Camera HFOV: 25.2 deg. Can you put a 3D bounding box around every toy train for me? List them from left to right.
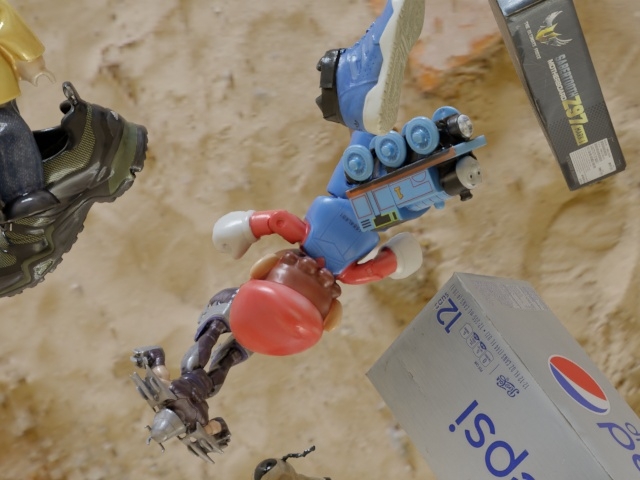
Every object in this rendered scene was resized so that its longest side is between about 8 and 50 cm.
[{"bbox_3d":[0.105,-0.079,1.597,0.184,0.080,0.105,-21,93,42],"label":"toy train"}]

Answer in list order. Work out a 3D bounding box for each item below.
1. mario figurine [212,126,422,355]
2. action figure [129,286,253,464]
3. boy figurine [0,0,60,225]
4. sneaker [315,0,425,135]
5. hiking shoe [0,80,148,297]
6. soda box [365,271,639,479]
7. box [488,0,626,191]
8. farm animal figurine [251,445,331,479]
[{"bbox_3d":[0.000,0.000,1.764,0.198,0.170,0.320,36,87,28],"label":"mario figurine"},{"bbox_3d":[-0.168,0.191,1.962,0.099,0.285,0.185,-16,114,33],"label":"action figure"},{"bbox_3d":[-0.318,-0.142,1.189,0.177,0.092,0.285,-21,96,-9],"label":"boy figurine"},{"bbox_3d":[0.040,-0.177,1.318,0.085,0.058,0.152,15,93,27],"label":"sneaker"},{"bbox_3d":[-0.262,-0.046,1.297,0.114,0.086,0.227,37,108,-26],"label":"hiking shoe"},{"bbox_3d":[0.152,0.154,0.847,0.098,0.091,0.286,-51,57,24],"label":"soda box"},{"bbox_3d":[0.184,-0.180,1.217,0.059,0.232,0.183,-23,49,7],"label":"box"},{"bbox_3d":[-0.099,0.489,1.985,0.327,0.172,0.330,-48,35,31],"label":"farm animal figurine"}]
